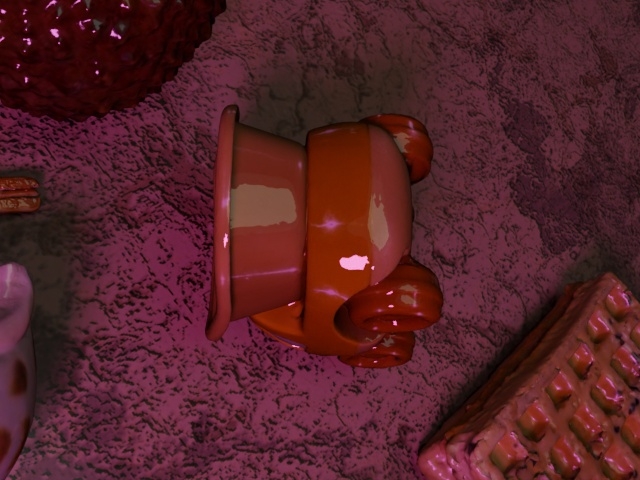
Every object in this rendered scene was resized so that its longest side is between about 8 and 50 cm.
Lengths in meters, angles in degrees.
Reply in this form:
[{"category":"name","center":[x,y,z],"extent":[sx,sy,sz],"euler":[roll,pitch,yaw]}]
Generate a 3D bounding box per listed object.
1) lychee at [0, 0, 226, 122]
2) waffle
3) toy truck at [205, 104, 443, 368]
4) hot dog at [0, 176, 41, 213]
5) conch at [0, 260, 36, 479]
[{"category":"lychee","center":[-0.217,-0.247,0.698],"extent":[0.304,0.276,0.276],"euler":[-16,77,-7]},{"category":"waffle","center":[0.300,0.229,0.927],"extent":[0.376,0.114,0.261],"euler":[-38,90,-37]},{"category":"toy truck","center":[0.000,0.000,0.746],"extent":[0.211,0.288,0.204],"euler":[3,69,-5]},{"category":"hot dog","center":[-0.294,-0.038,0.717],"extent":[0.083,0.021,0.037],"euler":[-3,82,-34]},{"category":"conch","center":[-0.304,0.136,0.556],"extent":[0.275,0.182,0.149],"euler":[-37,123,-32]}]
